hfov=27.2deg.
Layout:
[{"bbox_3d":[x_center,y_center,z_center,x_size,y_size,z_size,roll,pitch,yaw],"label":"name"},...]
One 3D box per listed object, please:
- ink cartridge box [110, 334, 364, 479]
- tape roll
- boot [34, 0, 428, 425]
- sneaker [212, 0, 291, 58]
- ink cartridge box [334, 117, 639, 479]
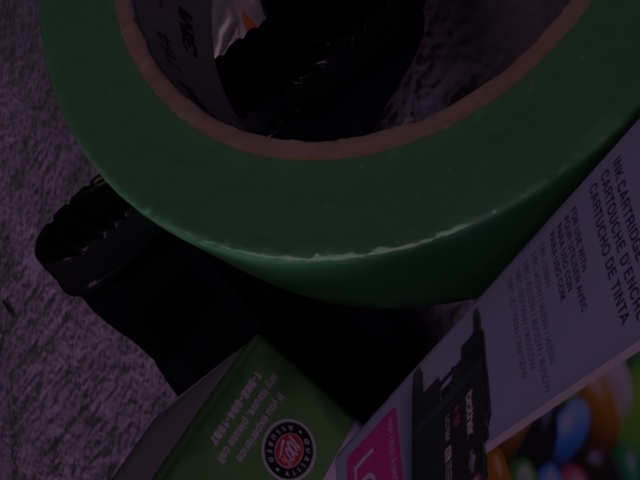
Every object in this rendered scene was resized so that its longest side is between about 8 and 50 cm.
[{"bbox_3d":[0.004,0.216,0.609,0.278,0.201,0.117,42,137,-8],"label":"ink cartridge box"},{"bbox_3d":[0.030,-0.134,0.566,0.321,0.077,0.321,-8,71,25],"label":"tape roll"},{"bbox_3d":[0.000,0.000,0.715,0.207,0.246,0.094,50,176,-30],"label":"boot"},{"bbox_3d":[-0.042,-0.093,0.791,0.121,0.099,0.262,27,111,54],"label":"sneaker"},{"bbox_3d":[0.105,0.071,0.431,0.311,0.065,0.185,-51,31,38],"label":"ink cartridge box"}]
